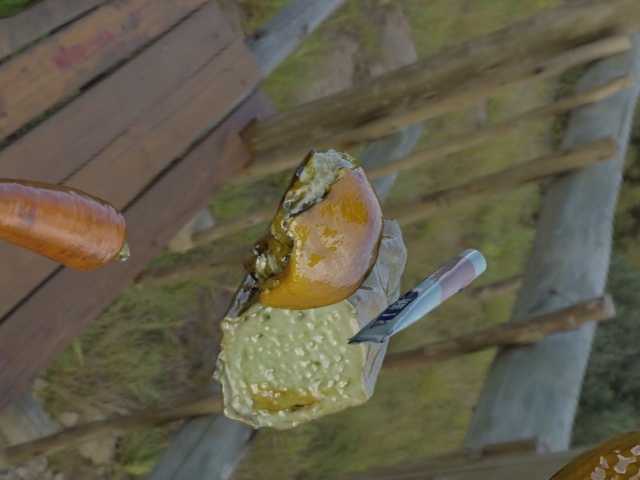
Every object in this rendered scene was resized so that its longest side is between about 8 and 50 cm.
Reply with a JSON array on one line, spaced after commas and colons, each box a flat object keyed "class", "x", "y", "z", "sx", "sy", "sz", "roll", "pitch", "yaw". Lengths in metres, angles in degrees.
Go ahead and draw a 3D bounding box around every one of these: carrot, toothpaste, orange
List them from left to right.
[{"class": "carrot", "x": -0.231, "y": -0.024, "z": 0.764, "sx": 0.256, "sy": 0.061, "sz": 0.061, "roll": 21, "pitch": 59, "yaw": -54}, {"class": "orange", "x": 0.000, "y": 0.000, "z": 0.972, "sx": 0.112, "sy": 0.160, "sz": 0.170, "roll": 34, "pitch": -2, "yaw": -4}, {"class": "toothpaste", "x": 0.113, "y": 0.064, "z": 1.161, "sx": 0.205, "sy": 0.056, "sz": 0.036, "roll": -31, "pitch": 103, "yaw": -40}]

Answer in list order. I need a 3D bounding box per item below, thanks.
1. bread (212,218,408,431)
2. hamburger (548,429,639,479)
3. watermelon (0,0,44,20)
[{"class": "bread", "x": -0.007, "y": 0.082, "z": 1.290, "sx": 0.196, "sy": 0.238, "sz": 0.252, "roll": 58, "pitch": 21, "yaw": -19}, {"class": "hamburger", "x": 0.190, "y": 0.214, "z": 0.661, "sx": 0.283, "sy": 0.156, "sz": 0.144, "roll": -43, "pitch": 145, "yaw": -33}, {"class": "watermelon", "x": -0.300, "y": -0.295, "z": 0.937, "sx": 0.189, "sy": 0.330, "sz": 0.331, "roll": 55, "pitch": 36, "yaw": -30}]
